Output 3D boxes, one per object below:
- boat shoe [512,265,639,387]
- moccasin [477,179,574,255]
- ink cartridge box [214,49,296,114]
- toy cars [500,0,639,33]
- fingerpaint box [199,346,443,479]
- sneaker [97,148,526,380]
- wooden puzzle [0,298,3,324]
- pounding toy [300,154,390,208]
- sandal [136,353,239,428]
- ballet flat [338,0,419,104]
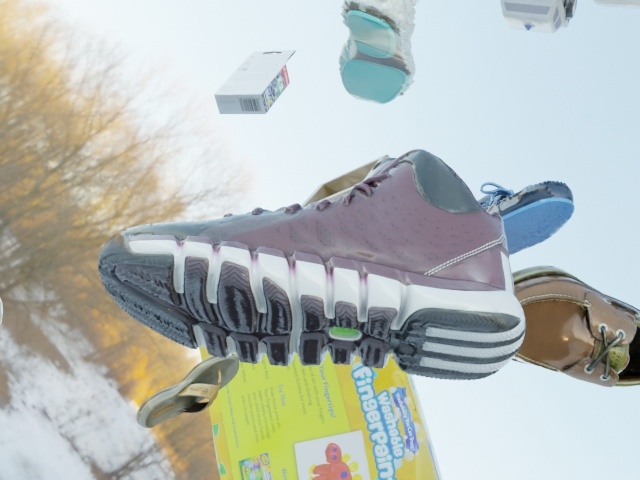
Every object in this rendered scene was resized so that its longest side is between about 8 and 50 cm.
[{"bbox_3d":[0.305,0.104,0.891,0.104,0.307,0.111,38,-66,51],"label":"boat shoe"},{"bbox_3d":[0.316,-0.041,1.448,0.137,0.117,0.342,16,-28,-25],"label":"moccasin"},{"bbox_3d":[-0.073,-0.190,0.949,0.062,0.115,0.029,4,-51,22],"label":"ink cartridge box"},{"bbox_3d":[0.329,-0.322,1.027,0.176,0.087,0.393,14,-1,-16],"label":"toy cars"},{"bbox_3d":[0.005,0.347,1.441,0.163,0.371,0.445,64,10,-61],"label":"fingerpaint box"},{"bbox_3d":[0.000,0.000,0.563,0.281,0.163,0.106,10,-40,1],"label":"sneaker"},{"bbox_3d":[-0.468,0.045,0.622,0.322,0.081,0.347,23,-37,-39],"label":"wooden puzzle"},{"bbox_3d":[0.061,-0.036,1.114,0.181,0.206,0.094,-22,-75,27],"label":"pounding toy"},{"bbox_3d":[-0.196,0.240,1.225,0.049,0.180,0.072,38,-34,37],"label":"sandal"},{"bbox_3d":[0.113,-0.354,1.363,0.147,0.147,0.409,52,-5,7],"label":"ballet flat"}]
